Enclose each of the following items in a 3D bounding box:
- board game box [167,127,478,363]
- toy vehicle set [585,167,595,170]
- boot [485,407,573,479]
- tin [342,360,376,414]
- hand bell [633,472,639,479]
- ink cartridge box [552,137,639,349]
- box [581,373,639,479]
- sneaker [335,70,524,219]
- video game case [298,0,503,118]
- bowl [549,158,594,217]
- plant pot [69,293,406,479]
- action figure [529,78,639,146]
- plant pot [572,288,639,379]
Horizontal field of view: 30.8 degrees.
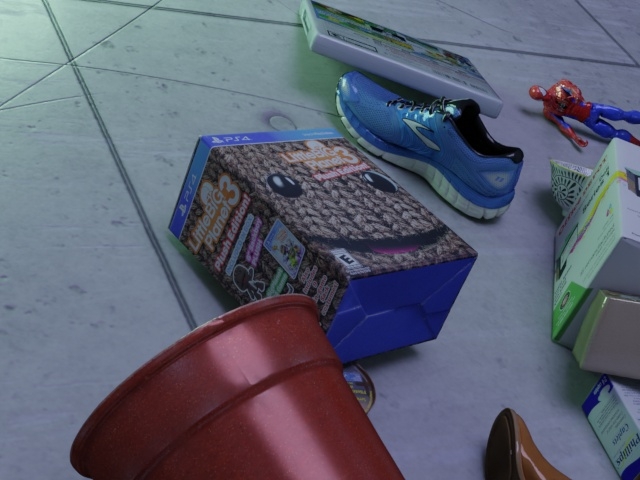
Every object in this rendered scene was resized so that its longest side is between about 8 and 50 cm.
[{"bbox_3d":[0.000,0.000,1.424,0.232,0.141,0.291,-9,42,-44],"label":"board game box"},{"bbox_3d":[0.580,-0.058,2.002,0.267,0.035,0.166,-1,43,-34],"label":"toy vehicle set"},{"bbox_3d":[0.276,0.289,1.333,0.152,0.073,0.197,10,50,-21],"label":"boot"},{"bbox_3d":[-0.028,0.169,1.316,0.190,0.040,0.106,8,35,-25],"label":"tin"},{"bbox_3d":[0.489,0.324,1.418,0.242,0.126,0.126,6,39,-46],"label":"hand bell"},{"bbox_3d":[0.428,0.012,1.668,0.117,0.201,0.278,23,35,-3],"label":"ink cartridge box"},{"bbox_3d":[0.424,0.242,1.483,0.126,0.072,0.137,5,39,-25],"label":"box"},{"bbox_3d":[0.174,-0.179,1.796,0.330,0.147,0.130,33,35,12],"label":"sneaker"},{"bbox_3d":[0.127,-0.314,1.972,0.329,0.036,0.300,18,20,-12],"label":"video game case"},{"bbox_3d":[0.435,-0.065,1.859,0.170,0.080,0.170,17,11,-3],"label":"bowl"},{"bbox_3d":[-0.040,0.234,1.049,0.272,0.272,0.265,-16,61,-45],"label":"plant pot"},{"bbox_3d":[0.508,-0.211,2.101,0.280,0.091,0.139,20,26,-10],"label":"action figure"},{"bbox_3d":[0.394,0.119,1.510,0.109,0.096,0.109,9,6,6],"label":"plant pot"}]
